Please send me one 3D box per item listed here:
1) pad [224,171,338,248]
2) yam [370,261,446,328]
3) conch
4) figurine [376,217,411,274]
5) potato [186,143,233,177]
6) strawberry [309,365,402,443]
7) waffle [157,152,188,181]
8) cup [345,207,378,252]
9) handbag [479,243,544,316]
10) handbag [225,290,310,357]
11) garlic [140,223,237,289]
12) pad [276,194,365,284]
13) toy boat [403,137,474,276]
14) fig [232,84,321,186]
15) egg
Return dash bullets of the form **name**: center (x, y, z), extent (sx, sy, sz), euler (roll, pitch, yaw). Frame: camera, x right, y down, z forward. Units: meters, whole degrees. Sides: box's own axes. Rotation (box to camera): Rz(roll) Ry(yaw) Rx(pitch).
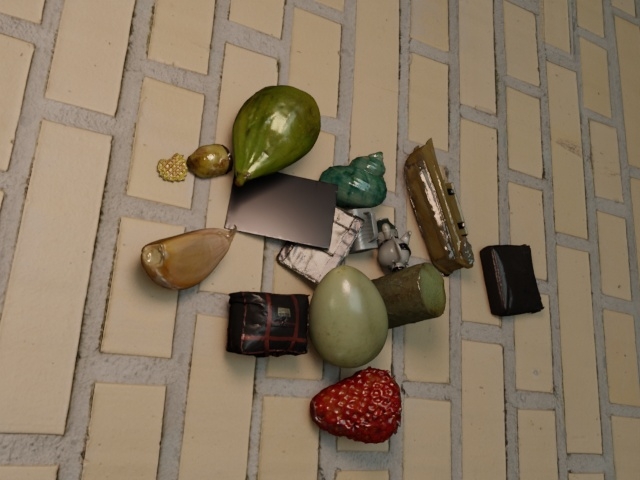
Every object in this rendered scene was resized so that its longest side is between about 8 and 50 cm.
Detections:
- **pad**: center (-0.106, -0.097, 1.791), extent (0.300, 0.005, 0.202), euler (11, 70, -8)
- **yam**: center (0.236, 0.164, 1.824), extent (0.161, 0.268, 0.161), euler (16, 64, -35)
- **conch**: center (0.118, -0.182, 1.915), extent (0.196, 0.134, 0.202), euler (41, 61, -15)
- **figurine**: center (0.217, 0.023, 1.924), extent (0.126, 0.147, 0.192), euler (-8, 61, -12)
- **potato**: center (-0.301, -0.216, 1.722), extent (0.103, 0.066, 0.096), euler (-29, 89, -39)
- **strawberry**: center (0.094, 0.448, 1.715), extent (0.245, 0.205, 0.205), euler (-1, 77, -9)
- **waffle**: center (-0.394, -0.193, 1.699), extent (0.085, 0.016, 0.078), euler (-13, 83, -31)
- **cup**: center (0.119, -0.033, 1.879), extent (0.095, 0.128, 0.129), euler (-7, 82, -41)
- **handbag**: center (0.660, 0.131, 2.167), extent (0.223, 0.080, 0.246), euler (-2, 78, -30)
- **handbag**: center (-0.134, 0.219, 1.652), extent (0.215, 0.155, 0.169), euler (7, 80, -31)
- **garlic**: center (-0.331, 0.034, 1.588), extent (0.245, 0.164, 0.145), euler (-22, 71, -37)
- **pad**: center (0.000, 0.000, 1.807), extent (0.174, 0.022, 0.233), euler (28, 76, 4)
- **toy boat**: center (0.388, -0.111, 2.053), extent (0.162, 0.136, 0.445), euler (-13, 82, -36)
- **fig**: center (-0.152, -0.296, 1.737), extent (0.314, 0.233, 0.233), euler (-28, 91, -37)
- **egg**: center (0.071, 0.203, 1.712), extent (0.218, 0.218, 0.295), euler (-26, 124, -32)
